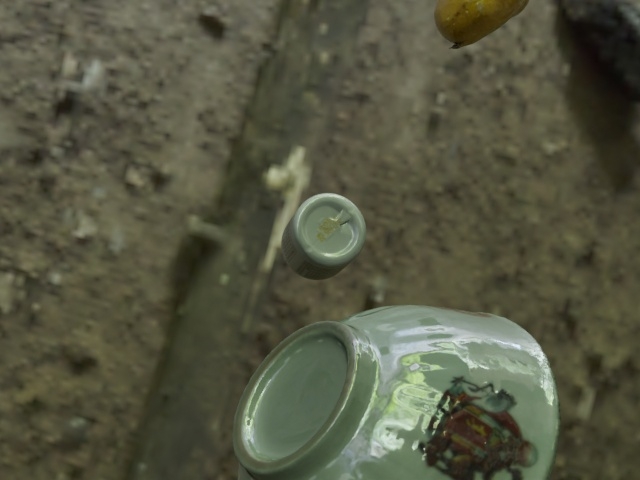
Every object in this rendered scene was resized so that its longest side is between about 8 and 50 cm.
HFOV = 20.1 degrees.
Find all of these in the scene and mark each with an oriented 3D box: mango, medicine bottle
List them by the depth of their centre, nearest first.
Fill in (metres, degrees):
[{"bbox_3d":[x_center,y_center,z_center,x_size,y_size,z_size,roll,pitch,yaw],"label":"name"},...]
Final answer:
[{"bbox_3d":[0.161,-0.237,1.819,0.101,0.066,0.187,-32,178,-1],"label":"mango"},{"bbox_3d":[0.000,0.000,1.935,0.140,0.079,0.079,129,-17,-77],"label":"medicine bottle"}]

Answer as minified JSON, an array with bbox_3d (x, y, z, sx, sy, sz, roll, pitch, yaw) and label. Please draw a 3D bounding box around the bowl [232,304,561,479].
[{"bbox_3d":[0.027,0.171,1.561,0.157,0.337,0.337,38,68,-31],"label":"bowl"}]
